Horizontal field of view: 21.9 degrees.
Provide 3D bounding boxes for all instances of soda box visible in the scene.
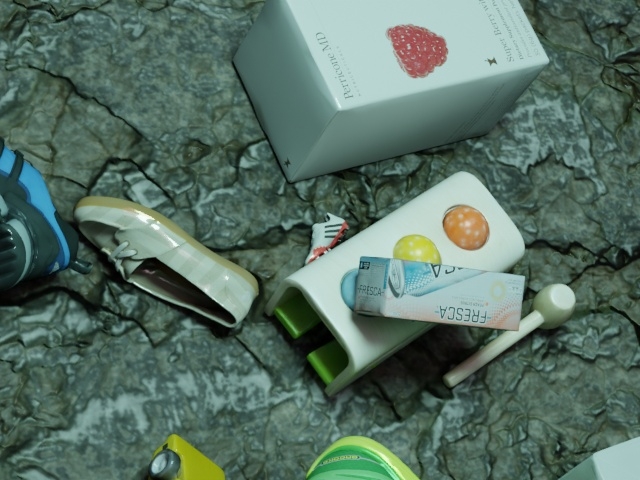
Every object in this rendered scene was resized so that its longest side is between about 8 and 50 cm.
[{"bbox_3d":[0.127,0.056,1.735,0.183,0.058,0.063,7,88,-34],"label":"soda box"}]

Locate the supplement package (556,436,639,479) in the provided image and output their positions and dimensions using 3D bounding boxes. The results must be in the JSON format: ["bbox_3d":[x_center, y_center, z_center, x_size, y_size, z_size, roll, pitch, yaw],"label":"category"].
[{"bbox_3d":[0.333,0.324,1.730,0.149,0.203,0.194,-14,69,-27],"label":"supplement package"}]

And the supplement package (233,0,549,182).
[{"bbox_3d":[0.080,-0.209,1.928,0.292,0.175,0.178,-16,71,-28],"label":"supplement package"}]

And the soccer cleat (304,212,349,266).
[{"bbox_3d":[0.000,0.000,1.874,0.035,0.029,0.083,35,52,9],"label":"soccer cleat"}]

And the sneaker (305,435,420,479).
[{"bbox_3d":[0.099,0.319,1.667,0.295,0.109,0.123,33,43,23],"label":"sneaker"}]

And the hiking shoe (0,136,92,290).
[{"bbox_3d":[-0.368,-0.069,1.732,0.132,0.113,0.304,-2,53,-57],"label":"hiking shoe"}]

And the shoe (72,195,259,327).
[{"bbox_3d":[-0.168,0.023,1.762,0.219,0.076,0.058,28,51,-8],"label":"shoe"}]

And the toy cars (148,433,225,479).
[{"bbox_3d":[-0.086,0.374,1.592,0.394,0.087,0.176,58,19,15],"label":"toy cars"}]

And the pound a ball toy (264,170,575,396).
[{"bbox_3d":[0.130,0.059,1.830,0.319,0.136,0.208,-31,78,-32],"label":"pound a ball toy"}]
